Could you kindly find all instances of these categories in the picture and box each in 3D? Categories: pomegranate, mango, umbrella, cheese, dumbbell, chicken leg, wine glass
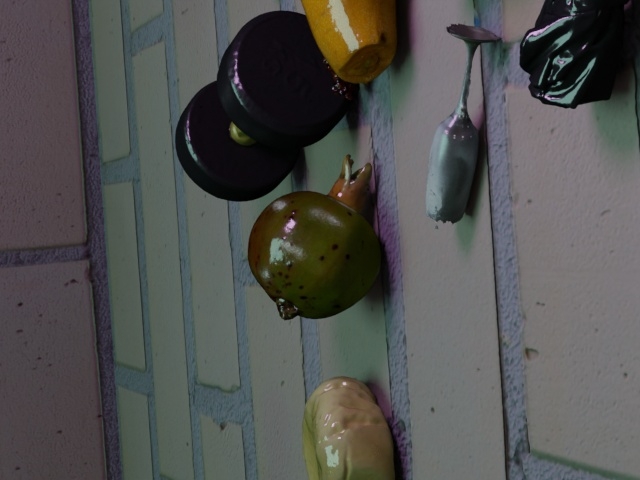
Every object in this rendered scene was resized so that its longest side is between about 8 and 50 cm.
[{"bbox_3d":[0.002,-0.004,2.103,0.246,0.198,0.198,-63,33,19],"label":"pomegranate"},{"bbox_3d":[0.034,-0.397,1.999,0.187,0.144,0.359,-161,66,-68],"label":"mango"},{"bbox_3d":[0.288,-0.285,1.460,0.118,0.118,0.340,-118,32,-44],"label":"umbrella"},{"bbox_3d":[0.033,0.323,2.176,0.214,0.117,0.226,-109,22,-44],"label":"cheese"},{"bbox_3d":[-0.093,-0.202,2.263,0.322,0.203,0.204,138,124,-62],"label":"dumbbell"},{"bbox_3d":[0.027,-0.310,2.114,0.048,0.089,0.219,-11,81,27],"label":"chicken leg"},{"bbox_3d":[0.172,-0.140,1.815,0.074,0.074,0.262,-130,41,-54],"label":"wine glass"}]
